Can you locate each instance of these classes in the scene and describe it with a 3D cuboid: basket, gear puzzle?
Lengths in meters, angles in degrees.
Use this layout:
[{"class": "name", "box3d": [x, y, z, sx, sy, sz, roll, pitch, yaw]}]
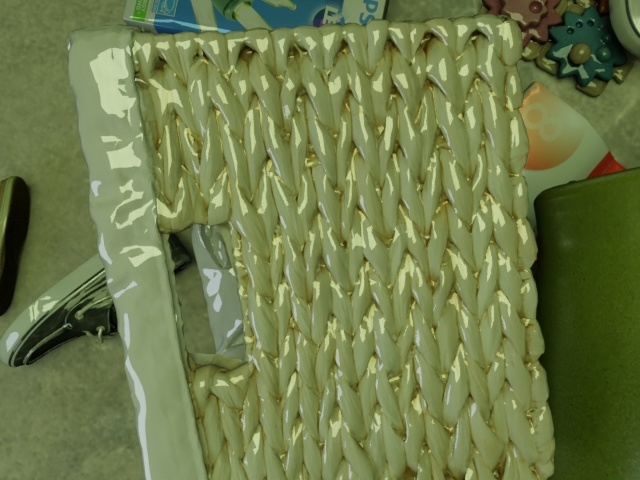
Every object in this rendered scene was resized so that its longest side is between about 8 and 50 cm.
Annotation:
[{"class": "basket", "box3d": [0.000, 0.000, 0.547, 0.267, 0.331, 0.328, -7, 100, 1]}, {"class": "gear puzzle", "box3d": [0.318, -0.329, 0.725, 0.176, 0.044, 0.338, 32, 88, 6]}]

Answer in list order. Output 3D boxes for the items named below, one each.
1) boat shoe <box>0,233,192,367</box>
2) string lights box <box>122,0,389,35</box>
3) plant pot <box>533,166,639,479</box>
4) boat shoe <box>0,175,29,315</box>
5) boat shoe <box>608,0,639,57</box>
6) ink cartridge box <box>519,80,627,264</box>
[{"class": "boat shoe", "box3d": [-0.233, 0.067, 0.709, 0.219, 0.078, 0.070, -40, 83, -2]}, {"class": "string lights box", "box3d": [-0.059, -0.258, 0.726, 0.260, 0.077, 0.133, 11, 85, 4]}, {"class": "plant pot", "box3d": [0.310, 0.109, 0.512, 0.367, 0.366, 0.352, -12, 89, 3]}, {"class": "boat shoe", "box3d": [-0.351, 0.004, 0.735, 0.048, 0.056, 0.152, 10, 93, 0]}, {"class": "boat shoe", "box3d": [0.373, -0.306, 0.666, 0.096, 0.088, 0.267, 31, 83, -8]}, {"class": "ink cartridge box", "box3d": [0.241, -0.052, 0.707, 0.179, 0.045, 0.145, 40, 89, 8]}]
